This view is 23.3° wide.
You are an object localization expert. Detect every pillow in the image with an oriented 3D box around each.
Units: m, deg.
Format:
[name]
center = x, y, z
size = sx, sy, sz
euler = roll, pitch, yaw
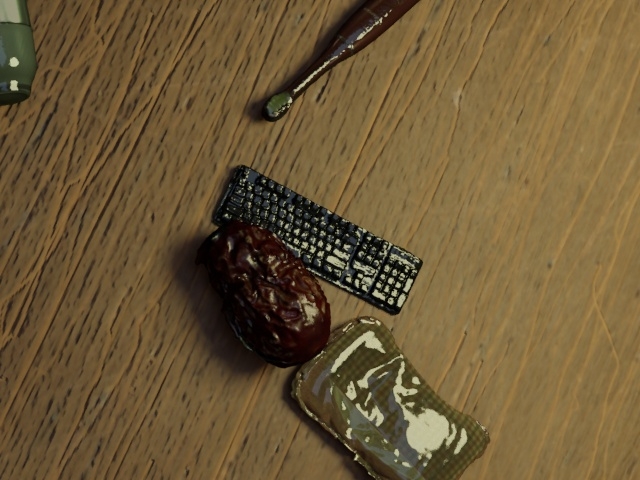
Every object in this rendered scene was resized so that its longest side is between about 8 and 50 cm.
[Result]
[pillow]
center = 0.073, 0.186, 1.649
size = 0.211, 0.034, 0.135
euler = 46, 73, -4

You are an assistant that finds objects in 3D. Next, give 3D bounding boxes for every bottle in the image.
[bottle]
center = -0.347, -0.262, 1.568
size = 0.096, 0.079, 0.253
euler = -14, 84, 19

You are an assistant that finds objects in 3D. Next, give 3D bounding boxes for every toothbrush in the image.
[toothbrush]
center = 0.064, -0.250, 1.716
size = 0.364, 0.041, 0.041
euler = -43, 95, -19

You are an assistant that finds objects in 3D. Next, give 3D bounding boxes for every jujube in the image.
[jujube]
center = -0.051, 0.050, 1.598
size = 0.104, 0.104, 0.166
euler = -31, 89, -20

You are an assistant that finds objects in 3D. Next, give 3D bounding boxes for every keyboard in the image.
[keyboard]
center = 0.000, 0.000, 1.662
size = 0.231, 0.023, 0.072
euler = 28, 76, -12
